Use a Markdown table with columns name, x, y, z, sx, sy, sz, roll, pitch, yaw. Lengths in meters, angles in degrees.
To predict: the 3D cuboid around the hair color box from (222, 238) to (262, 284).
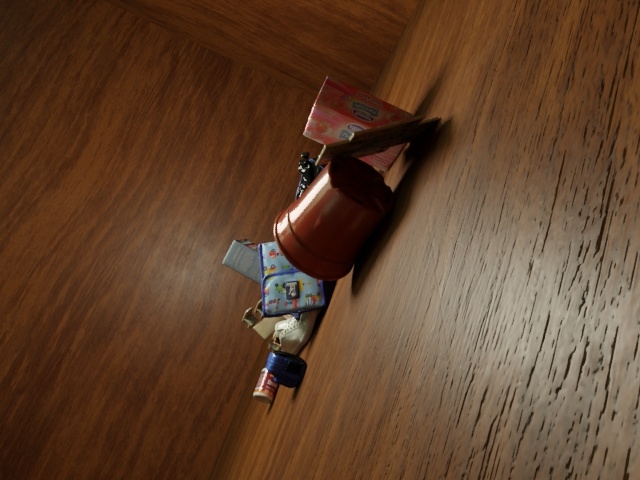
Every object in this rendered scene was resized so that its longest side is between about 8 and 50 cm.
| name | x | y | z | sx | sy | sz | roll | pitch | yaw |
| --- | --- | --- | --- | --- | --- | --- | --- | --- | --- |
| hair color box | -0.191 | 0.129 | 1.750 | 0.113 | 0.374 | 0.185 | -61 | -2 | 4 |

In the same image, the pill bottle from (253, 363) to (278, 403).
| name | x | y | z | sx | sy | sz | roll | pitch | yaw |
| --- | --- | --- | --- | --- | --- | --- | --- | --- | --- |
| pill bottle | -0.214 | 0.583 | 1.763 | 0.086 | 0.086 | 0.152 | 120 | 170 | -52 |

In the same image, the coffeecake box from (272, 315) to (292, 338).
| name | x | y | z | sx | sy | sz | roll | pitch | yaw |
| --- | --- | --- | --- | --- | --- | --- | --- | --- | --- |
| coffeecake box | -0.179 | 0.415 | 2.201 | 0.185 | 0.068 | 0.142 | -85 | 20 | -71 |

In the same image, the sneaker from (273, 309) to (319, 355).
| name | x | y | z | sx | sy | sz | roll | pitch | yaw |
| --- | --- | --- | --- | --- | --- | --- | --- | --- | --- |
| sneaker | -0.098 | 0.322 | 1.554 | 0.106 | 0.123 | 0.290 | -70 | 8 | -49 |

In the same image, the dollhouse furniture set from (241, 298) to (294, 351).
| name | x | y | z | sx | sy | sz | roll | pitch | yaw |
| --- | --- | --- | --- | --- | --- | --- | --- | --- | --- |
| dollhouse furniture set | -0.174 | 0.322 | 1.846 | 0.242 | 0.212 | 0.161 | -37 | -17 | -39 |

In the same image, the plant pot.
| name | x | y | z | sx | sy | sz | roll | pitch | yaw |
| --- | --- | --- | --- | --- | --- | --- | --- | --- | --- |
| plant pot | 0.048 | -0.072 | 1.186 | 0.265 | 0.272 | 0.272 | -51 | 15 | 41 |

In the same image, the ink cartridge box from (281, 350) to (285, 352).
| name | x | y | z | sx | sy | sz | roll | pitch | yaw |
| --- | --- | --- | --- | --- | --- | --- | --- | --- | --- |
| ink cartridge box | -0.167 | 0.456 | 2.007 | 0.122 | 0.052 | 0.088 | -90 | 23 | -73 |

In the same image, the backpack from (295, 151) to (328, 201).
| name | x | y | z | sx | sy | sz | roll | pitch | yaw |
| --- | --- | --- | --- | --- | --- | --- | --- | --- | --- |
| backpack | 0.032 | -0.156 | 1.545 | 0.213 | 0.276 | 0.263 | -22 | -25 | -42 |

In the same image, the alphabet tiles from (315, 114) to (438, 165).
| name | x | y | z | sx | sy | sz | roll | pitch | yaw |
| --- | --- | --- | --- | --- | --- | --- | --- | --- | --- |
| alphabet tiles | 0.134 | -0.253 | 1.115 | 0.342 | 0.285 | 0.011 | 173 | 82 | -84 |

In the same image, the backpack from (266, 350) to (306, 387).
| name | x | y | z | sx | sy | sz | roll | pitch | yaw |
| --- | --- | --- | --- | --- | --- | --- | --- | --- | --- |
| backpack | -0.116 | 0.409 | 1.370 | 0.098 | 0.120 | 0.101 | 137 | 156 | -74 |

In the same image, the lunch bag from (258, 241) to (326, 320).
| name | x | y | z | sx | sy | sz | roll | pitch | yaw |
| --- | --- | --- | --- | --- | --- | --- | --- | --- | --- |
| lunch bag | -0.094 | 0.147 | 1.513 | 0.138 | 0.221 | 0.293 | 69 | -168 | -56 |

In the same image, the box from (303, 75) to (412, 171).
| name | x | y | z | sx | sy | sz | roll | pitch | yaw |
| --- | --- | --- | --- | --- | --- | --- | --- | --- | --- |
| box | 0.117 | -0.366 | 1.353 | 0.142 | 0.300 | 0.154 | 121 | 171 | -55 |
